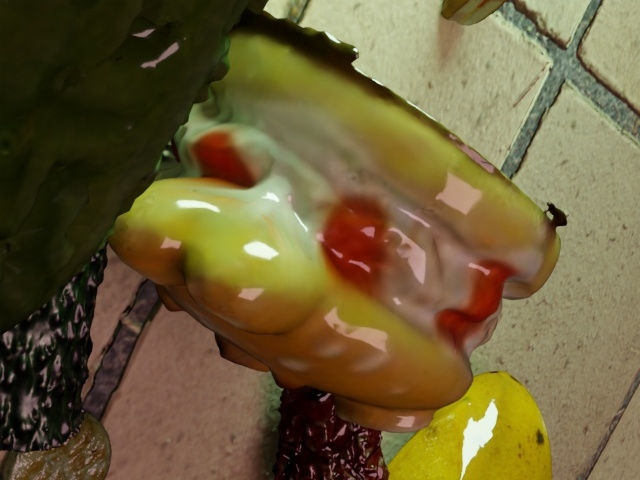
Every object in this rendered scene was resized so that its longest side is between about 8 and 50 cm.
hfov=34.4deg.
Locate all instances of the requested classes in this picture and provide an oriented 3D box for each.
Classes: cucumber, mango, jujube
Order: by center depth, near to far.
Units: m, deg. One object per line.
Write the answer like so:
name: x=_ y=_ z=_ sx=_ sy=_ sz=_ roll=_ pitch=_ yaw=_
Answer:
cucumber: x=-0.160 y=-0.053 z=0.600 sx=0.096 sy=0.096 sz=0.359 roll=-4 pitch=112 yaw=-42
jujube: x=0.012 y=0.182 z=0.883 sx=0.104 sy=0.104 sz=0.166 roll=-18 pitch=121 yaw=-37
mango: x=0.138 y=0.269 z=1.017 sx=0.191 sy=0.160 sz=0.290 roll=39 pitch=74 yaw=-41

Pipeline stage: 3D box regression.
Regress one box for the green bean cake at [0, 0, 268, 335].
green bean cake: x=-0.174 y=-0.112 z=0.356 sx=0.319 sy=0.218 sz=0.335 roll=1 pitch=134 yaw=-45

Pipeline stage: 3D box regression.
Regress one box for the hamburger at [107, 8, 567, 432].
hamburger: x=0.000 y=0.000 z=0.639 sx=0.186 sy=0.261 sz=0.303 roll=-56 pitch=171 yaw=-5

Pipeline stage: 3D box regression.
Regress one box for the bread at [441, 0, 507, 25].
bread: x=0.139 y=-0.220 z=0.814 sx=0.043 sy=0.062 sz=0.109 roll=0 pitch=109 yaw=-42

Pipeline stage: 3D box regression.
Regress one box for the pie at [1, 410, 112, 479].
pie: x=-0.186 y=0.160 z=0.741 sx=0.085 sy=0.017 sz=0.085 roll=-22 pitch=124 yaw=-36
